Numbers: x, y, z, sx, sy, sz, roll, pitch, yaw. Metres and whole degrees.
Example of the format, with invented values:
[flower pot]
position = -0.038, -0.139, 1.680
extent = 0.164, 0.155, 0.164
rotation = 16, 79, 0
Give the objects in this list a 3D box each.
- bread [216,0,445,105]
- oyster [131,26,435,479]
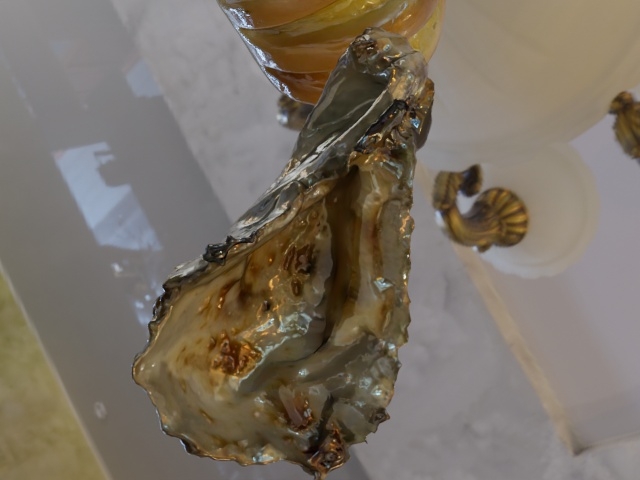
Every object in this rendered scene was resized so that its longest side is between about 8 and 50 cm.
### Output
[bread]
position = 0.042, -0.305, 1.044
extent = 0.211, 0.315, 0.270
rotation = -3, -44, 41
[oyster]
position = -0.007, -0.004, 0.647
extent = 0.133, 0.198, 0.336
rotation = 18, -100, 47
